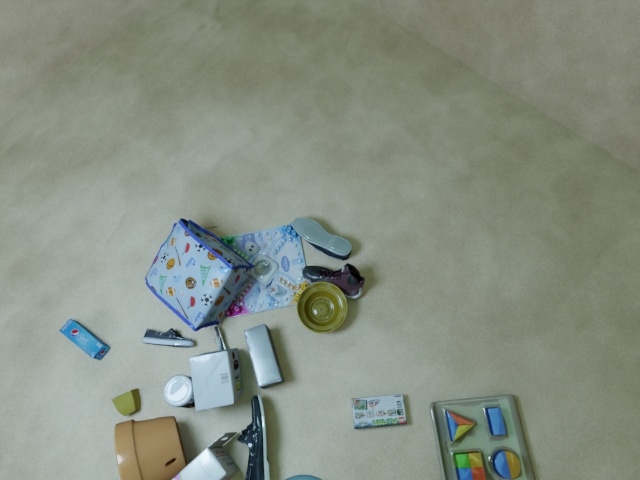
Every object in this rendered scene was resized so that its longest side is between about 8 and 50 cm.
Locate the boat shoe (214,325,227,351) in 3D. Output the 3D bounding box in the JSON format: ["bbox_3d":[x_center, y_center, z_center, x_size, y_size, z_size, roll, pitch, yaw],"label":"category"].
[{"bbox_3d":[-0.432,0.432,1.806,0.043,0.049,0.137,-22,72,-4],"label":"boat shoe"}]

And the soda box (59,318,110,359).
[{"bbox_3d":[-1.014,0.426,1.822,0.210,0.071,0.067,32,71,15],"label":"soda box"}]

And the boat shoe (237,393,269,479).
[{"bbox_3d":[-0.260,0.770,1.612,0.112,0.127,0.341,-4,76,-12],"label":"boat shoe"}]

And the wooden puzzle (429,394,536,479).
[{"bbox_3d":[0.613,0.764,1.595,0.347,0.081,0.323,-6,67,0],"label":"wooden puzzle"}]

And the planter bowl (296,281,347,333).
[{"bbox_3d":[0.006,0.291,1.815,0.216,0.090,0.218,0,74,-1],"label":"planter bowl"}]

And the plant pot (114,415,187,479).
[{"bbox_3d":[-0.616,0.784,1.558,0.203,0.291,0.291,-14,66,-22],"label":"plant pot"}]

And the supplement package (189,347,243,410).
[{"bbox_3d":[-0.402,0.534,1.657,0.149,0.203,0.195,-9,81,-2],"label":"supplement package"}]

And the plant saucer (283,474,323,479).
[{"bbox_3d":[-0.065,1.033,1.536,0.317,0.044,0.318,-1,66,3],"label":"plant saucer"}]

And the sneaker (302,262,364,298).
[{"bbox_3d":[0.065,0.138,1.827,0.281,0.163,0.107,19,48,3],"label":"sneaker"}]

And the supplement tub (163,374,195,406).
[{"bbox_3d":[-0.528,0.595,1.662,0.116,0.190,0.117,-1,67,3],"label":"supplement tub"}]

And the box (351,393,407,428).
[{"bbox_3d":[0.230,0.677,1.674,0.206,0.036,0.114,-5,67,1],"label":"box"}]

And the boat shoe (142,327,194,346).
[{"bbox_3d":[-0.648,0.413,1.812,0.228,0.080,0.076,2,68,12],"label":"boat shoe"}]

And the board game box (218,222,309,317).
[{"bbox_3d":[-0.264,0.124,1.926,0.389,0.050,0.391,-11,67,-2],"label":"board game box"}]

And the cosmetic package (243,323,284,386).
[{"bbox_3d":[-0.231,0.475,1.735,0.107,0.127,0.238,-16,69,-4],"label":"cosmetic package"}]

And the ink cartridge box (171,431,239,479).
[{"bbox_3d":[-0.429,0.867,1.533,0.353,0.207,0.119,-40,70,-13],"label":"ink cartridge box"}]

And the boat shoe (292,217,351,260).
[{"bbox_3d":[0.000,0.000,1.940,0.302,0.091,0.114,33,63,14],"label":"boat shoe"}]

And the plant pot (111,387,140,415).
[{"bbox_3d":[-0.778,0.659,1.711,0.081,0.081,0.083,-24,78,-8],"label":"plant pot"}]

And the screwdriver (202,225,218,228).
[{"bbox_3d":[-0.577,-0.052,2.035,0.169,0.024,0.025,-4,96,-6],"label":"screwdriver"}]

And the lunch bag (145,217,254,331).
[{"bbox_3d":[-0.530,0.131,1.793,0.385,0.239,0.328,33,95,17],"label":"lunch bag"}]
